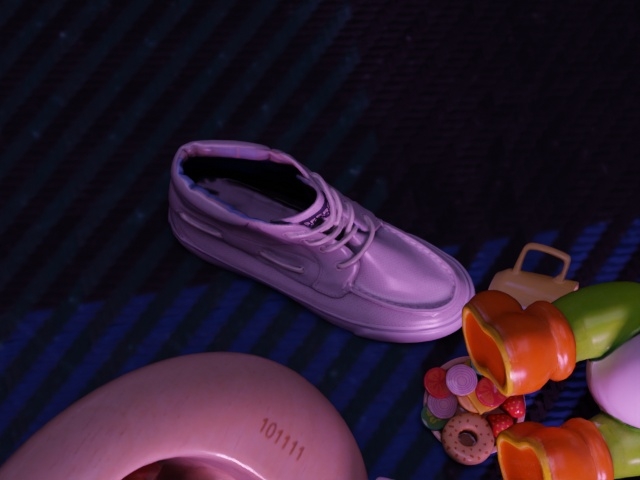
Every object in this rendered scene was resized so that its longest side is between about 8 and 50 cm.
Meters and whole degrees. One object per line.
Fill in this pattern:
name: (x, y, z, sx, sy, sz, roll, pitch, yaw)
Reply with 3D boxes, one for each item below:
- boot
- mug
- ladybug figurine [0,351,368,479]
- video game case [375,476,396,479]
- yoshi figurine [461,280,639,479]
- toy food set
boot: (0.000, 0.000, 1.245, 0.258, 0.123, 0.095, 18, 71, 4)
mug: (0.166, 0.045, 1.270, 0.064, 0.062, 0.078, 20, 82, 14)
ladybug figurine: (-0.141, 0.282, 1.096, 0.305, 0.162, 0.449, 41, 67, -18)
video game case: (0.059, 0.292, 1.129, 0.023, 0.183, 0.201, 5, 65, 41)
yoshi figurine: (0.290, 0.068, 1.213, 0.362, 0.203, 0.203, -17, 54, -10)
toy food set: (0.119, 0.128, 1.259, 0.083, 0.020, 0.082, -33, 75, -12)
